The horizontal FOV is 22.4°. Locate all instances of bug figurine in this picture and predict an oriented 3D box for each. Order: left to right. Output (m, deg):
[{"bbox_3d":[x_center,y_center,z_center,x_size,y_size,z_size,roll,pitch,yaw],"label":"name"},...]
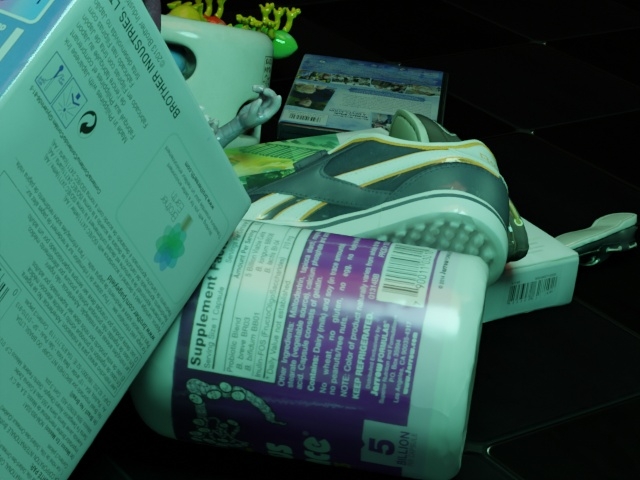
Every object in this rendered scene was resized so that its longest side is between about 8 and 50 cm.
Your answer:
[{"bbox_3d":[-0.152,-0.225,1.873,0.216,0.072,0.279,9,22,25],"label":"bug figurine"}]

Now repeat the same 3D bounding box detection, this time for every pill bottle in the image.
[{"bbox_3d":[-0.037,0.072,1.173,0.302,0.169,0.169,9,25,7],"label":"pill bottle"}]

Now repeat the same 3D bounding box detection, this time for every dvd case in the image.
[{"bbox_3d":[0.054,-0.157,1.863,0.180,0.022,0.253,8,25,3],"label":"dvd case"}]

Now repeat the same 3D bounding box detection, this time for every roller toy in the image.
[{"bbox_3d":[-0.144,-0.165,1.636,0.209,0.146,0.191,6,8,-33],"label":"roller toy"}]

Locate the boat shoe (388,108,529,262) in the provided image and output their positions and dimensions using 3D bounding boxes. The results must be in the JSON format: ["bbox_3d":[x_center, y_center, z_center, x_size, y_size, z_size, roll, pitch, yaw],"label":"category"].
[{"bbox_3d":[0.117,-0.046,1.441,0.069,0.081,0.227,1,33,-18],"label":"boat shoe"}]

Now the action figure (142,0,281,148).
[{"bbox_3d":[-0.192,-0.117,1.411,0.276,0.370,0.248,-15,-11,13],"label":"action figure"}]

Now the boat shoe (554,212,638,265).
[{"bbox_3d":[0.260,0.005,1.536,0.046,0.038,0.125,1,15,41],"label":"boat shoe"}]

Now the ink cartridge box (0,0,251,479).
[{"bbox_3d":[-0.235,0.035,0.973,0.151,0.270,0.395,18,64,28],"label":"ink cartridge box"}]

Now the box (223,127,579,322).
[{"bbox_3d":[0.049,-0.013,1.505,0.232,0.058,0.322,-11,29,-32],"label":"box"}]

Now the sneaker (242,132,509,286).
[{"bbox_3d":[0.000,0.000,1.298,0.321,0.126,0.127,-10,38,19],"label":"sneaker"}]
